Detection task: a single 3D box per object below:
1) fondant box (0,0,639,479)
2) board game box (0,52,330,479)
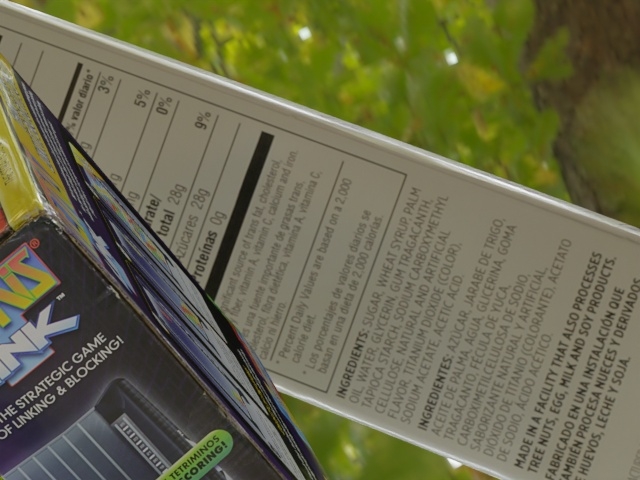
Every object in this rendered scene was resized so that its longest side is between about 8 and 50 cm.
[{"bbox_3d":[0.000,0.000,0.756,0.330,0.238,0.096,22,-87,12],"label":"fondant box"},{"bbox_3d":[-0.054,0.028,0.488,0.048,0.141,0.170,-40,-156,1],"label":"board game box"}]
